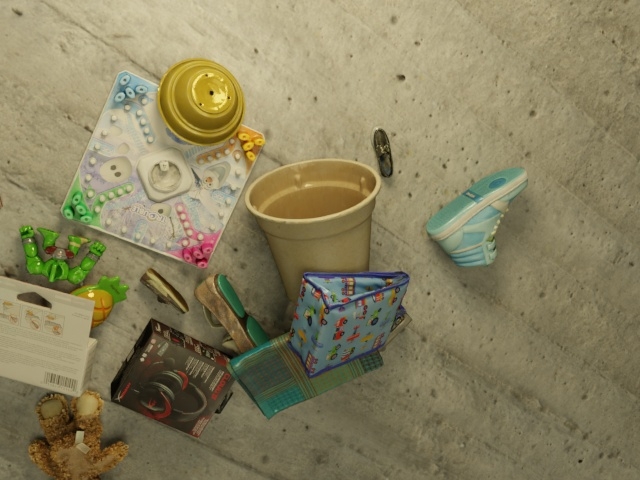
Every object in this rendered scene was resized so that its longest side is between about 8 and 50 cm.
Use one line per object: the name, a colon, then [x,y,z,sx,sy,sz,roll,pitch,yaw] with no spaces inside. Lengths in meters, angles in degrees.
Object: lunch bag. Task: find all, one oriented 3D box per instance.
lunch bag: [0.092,0.187,1.713,0.293,0.138,0.220,-6,127,-30]

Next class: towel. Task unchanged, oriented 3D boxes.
towel: [-0.034,0.329,1.870,0.370,0.040,0.271,-25,131,2]

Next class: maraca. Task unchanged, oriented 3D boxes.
maraca: [-0.569,0.157,1.756,0.186,0.099,0.127,-35,144,-5]

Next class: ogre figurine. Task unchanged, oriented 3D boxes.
ogre figurine: [-0.637,0.039,1.706,0.197,0.097,0.118,15,90,-31]

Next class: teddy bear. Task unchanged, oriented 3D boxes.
teddy bear: [-0.648,0.555,1.868,0.245,0.113,0.337,-25,104,-15]

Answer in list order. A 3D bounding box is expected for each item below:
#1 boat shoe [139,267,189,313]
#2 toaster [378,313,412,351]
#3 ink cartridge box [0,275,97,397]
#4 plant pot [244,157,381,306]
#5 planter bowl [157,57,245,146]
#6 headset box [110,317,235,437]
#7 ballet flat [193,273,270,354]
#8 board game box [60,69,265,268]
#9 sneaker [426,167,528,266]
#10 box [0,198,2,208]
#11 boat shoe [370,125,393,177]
boat shoe: [-0.406,0.138,1.827,0.049,0.056,0.152,-40,103,4]
toaster: [0.142,0.215,1.972,0.168,0.110,0.185,-45,112,0]
ink cartridge box: [-0.694,0.220,1.706,0.297,0.066,0.261,15,104,2]
plant pot: [0.000,0.000,1.776,0.334,0.334,0.305,-15,120,-11]
planter bowl: [-0.267,-0.338,1.657,0.217,0.090,0.217,3,84,-25]
headset box: [-0.374,0.374,1.873,0.293,0.110,0.218,31,95,-22]
ballet flat: [-0.233,0.227,1.888,0.106,0.107,0.316,-26,108,15]
board game box: [-0.384,-0.160,1.740,0.390,0.050,0.389,23,99,-21]
sneaker: [0.475,-0.050,1.981,0.319,0.127,0.208,-34,111,7]
box: [-0.808,-0.133,1.639,0.094,0.027,0.136,-11,109,-13]
boat shoe: [0.170,-0.235,1.879,0.049,0.040,0.142,-18,111,-10]
